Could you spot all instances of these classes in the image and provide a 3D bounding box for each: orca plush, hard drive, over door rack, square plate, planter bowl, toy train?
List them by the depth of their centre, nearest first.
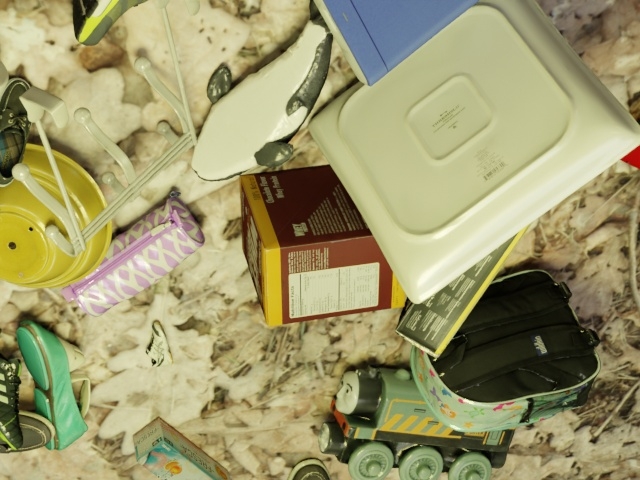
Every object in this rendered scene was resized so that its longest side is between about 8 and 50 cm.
[{"bbox_3d":[-0.256,-0.153,1.490,0.239,0.108,0.324,-48,164,-27],"label":"over door rack"},{"bbox_3d":[0.133,-0.368,1.540,0.319,0.040,0.210,-39,127,-8],"label":"hard drive"},{"bbox_3d":[0.175,-0.147,1.577,0.347,0.344,0.049,-37,143,11],"label":"square plate"},{"bbox_3d":[-0.390,-0.011,1.625,0.217,0.090,0.217,4,119,7],"label":"planter bowl"},{"bbox_3d":[-0.060,-0.196,1.658,0.151,0.102,0.287,32,106,17],"label":"orca plush"},{"bbox_3d":[0.164,0.296,2.019,0.334,0.142,0.190,9,109,-19],"label":"toy train"}]

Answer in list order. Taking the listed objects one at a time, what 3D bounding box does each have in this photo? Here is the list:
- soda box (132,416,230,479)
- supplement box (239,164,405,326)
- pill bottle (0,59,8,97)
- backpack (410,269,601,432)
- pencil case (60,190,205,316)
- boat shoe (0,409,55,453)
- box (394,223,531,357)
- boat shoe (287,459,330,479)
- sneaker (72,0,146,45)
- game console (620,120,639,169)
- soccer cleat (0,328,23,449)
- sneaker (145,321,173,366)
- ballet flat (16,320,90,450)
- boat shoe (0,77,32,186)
[{"bbox_3d":[-0.219,0.363,1.994,0.058,0.063,0.183,-37,125,11],"label":"soda box"},{"bbox_3d":[0.000,0.000,1.722,0.194,0.191,0.129,-8,125,-11],"label":"supplement box"},{"bbox_3d":[-0.512,-0.090,1.518,0.188,0.188,0.334,20,117,-26],"label":"pill bottle"},{"bbox_3d":[0.265,0.180,1.895,0.254,0.225,0.191,-11,147,-19],"label":"backpack"},{"bbox_3d":[-0.257,0.024,1.729,0.206,0.088,0.086,-36,86,12],"label":"pencil case"},{"bbox_3d":[-0.493,0.298,1.831,0.206,0.065,0.075,-4,121,13],"label":"boat shoe"},{"bbox_3d":[0.230,-0.025,1.729,0.079,0.257,0.322,31,114,-2],"label":"box"},{"bbox_3d":[-0.013,0.473,2.125,0.081,0.068,0.227,-7,126,-11],"label":"boat shoe"},{"bbox_3d":[-0.181,-0.334,1.495,0.300,0.111,0.121,-41,129,17],"label":"sneaker"},{"bbox_3d":[0.516,-0.167,1.862,0.144,0.085,0.124,21,85,-28],"label":"game console"},{"bbox_3d":[-0.454,0.210,1.778,0.072,0.060,0.178,-23,87,-8],"label":"soccer cleat"},{"bbox_3d":[-0.246,0.159,1.864,0.037,0.032,0.083,-14,126,-6],"label":"sneaker"},{"bbox_3d":[-0.387,0.201,1.836,0.087,0.083,0.247,-28,133,-32],"label":"ballet flat"},{"bbox_3d":[-0.387,-0.137,1.568,0.049,0.040,0.142,12,81,-27],"label":"boat shoe"}]
